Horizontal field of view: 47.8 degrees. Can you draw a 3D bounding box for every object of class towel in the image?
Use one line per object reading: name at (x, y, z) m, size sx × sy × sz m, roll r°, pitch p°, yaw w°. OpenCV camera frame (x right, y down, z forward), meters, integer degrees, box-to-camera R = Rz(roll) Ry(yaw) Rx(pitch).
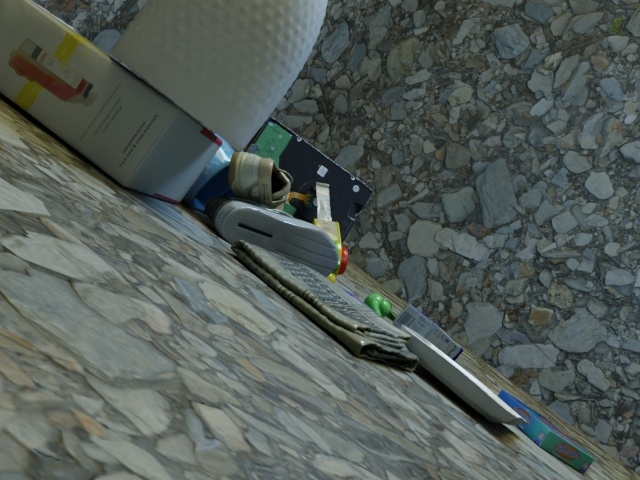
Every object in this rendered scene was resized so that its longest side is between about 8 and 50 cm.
towel at (0.024, 0.114, 1.301) m, size 0.324 × 0.056 × 0.312 m, roll 37°, pitch 3°, yaw 28°

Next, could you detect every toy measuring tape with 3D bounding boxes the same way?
toy measuring tape at (0.000, 0.000, 1.749) m, size 0.121 × 0.121 × 0.330 m, roll 34°, pitch 32°, yaw -32°

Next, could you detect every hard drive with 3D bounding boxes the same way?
hard drive at (-0.060, -0.125, 1.858) m, size 0.338 × 0.237 × 0.064 m, roll 34°, pitch -14°, yaw -15°

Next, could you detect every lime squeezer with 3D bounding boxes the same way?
lime squeezer at (0.174, 0.190, 1.927) m, size 0.110 × 0.059 × 0.310 m, roll 36°, pitch 1°, yaw 23°

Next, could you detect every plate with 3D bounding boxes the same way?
plate at (0.286, 0.286, 1.469) m, size 0.278 × 0.045 × 0.277 m, roll 39°, pitch 1°, yaw 24°

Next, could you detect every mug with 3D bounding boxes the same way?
mug at (-0.174, -0.386, 1.273) m, size 0.276 × 0.328 × 0.374 m, roll 36°, pitch 2°, yaw -44°

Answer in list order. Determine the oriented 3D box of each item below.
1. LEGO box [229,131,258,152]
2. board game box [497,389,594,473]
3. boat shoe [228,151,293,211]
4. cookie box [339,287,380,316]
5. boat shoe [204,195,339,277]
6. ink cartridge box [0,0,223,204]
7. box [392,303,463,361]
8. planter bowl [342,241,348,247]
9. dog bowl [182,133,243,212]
LEGO box at (-0.157, -0.157, 2.136) m, size 0.372 × 0.193 × 0.500 m, roll 34°, pitch -2°, yaw -15°
board game box at (0.526, 0.451, 1.717) m, size 0.160 × 0.047 × 0.210 m, roll 34°, pitch 3°, yaw -22°
boat shoe at (-0.110, -0.107, 1.541) m, size 0.098 × 0.109 × 0.302 m, roll 4°, pitch -14°, yaw 10°
cookie box at (0.066, 0.141, 1.518) m, size 0.091 × 0.040 × 0.107 m, roll 37°, pitch 2°, yaw 28°
boat shoe at (-0.093, -0.019, 1.497) m, size 0.335 × 0.121 × 0.119 m, roll 30°, pitch 9°, yaw -43°
ink cartridge box at (-0.399, -0.249, 1.297) m, size 0.384 × 0.160 × 0.279 m, roll 37°, pitch 3°, yaw 8°
box at (0.272, 0.244, 1.831) m, size 0.137 × 0.072 × 0.126 m, roll 43°, pitch -2°, yaw -31°
planter bowl at (-0.005, 0.012, 2.348) m, size 0.162 × 0.109 × 0.162 m, roll 35°, pitch 2°, yaw -1°
dog bowl at (-0.227, -0.132, 1.564) m, size 0.074 × 0.166 × 0.297 m, roll 47°, pitch 4°, yaw 10°
